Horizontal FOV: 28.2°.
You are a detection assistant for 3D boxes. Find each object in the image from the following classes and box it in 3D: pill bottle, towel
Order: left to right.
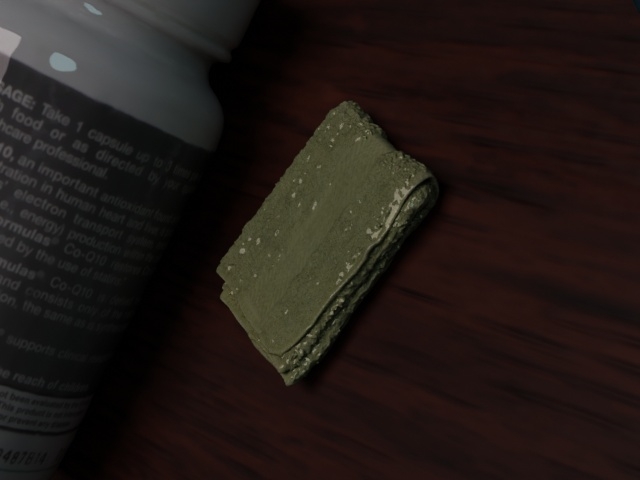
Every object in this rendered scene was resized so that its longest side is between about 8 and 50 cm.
[{"bbox_3d":[-0.187,-0.041,0.808,0.204,0.204,0.361,31,96,48],"label":"pill bottle"},{"bbox_3d":[0.000,0.000,0.730,0.148,0.027,0.110,-56,42,14],"label":"towel"}]

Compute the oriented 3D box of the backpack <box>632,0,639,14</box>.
[{"bbox_3d":[0.182,-0.197,0.446,0.273,0.290,0.355,-4,63,27],"label":"backpack"}]
